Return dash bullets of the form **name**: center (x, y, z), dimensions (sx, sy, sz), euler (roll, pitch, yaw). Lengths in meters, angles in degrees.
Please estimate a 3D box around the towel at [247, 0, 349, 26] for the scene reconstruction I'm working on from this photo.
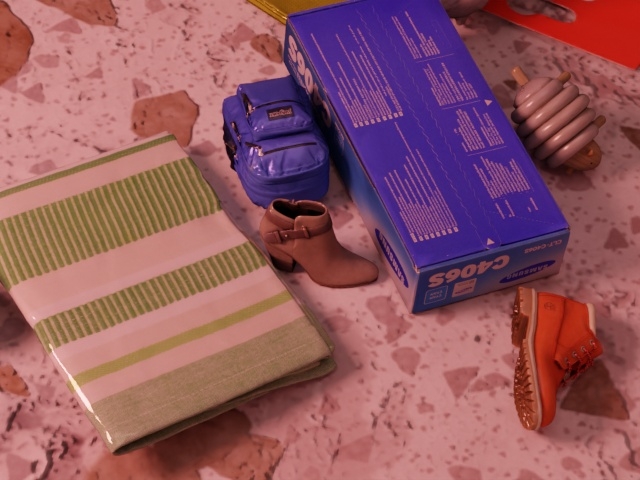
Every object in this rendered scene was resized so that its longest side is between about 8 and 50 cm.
- **towel**: center (-0.028, -0.283, 2.043), dimensions (0.237, 0.021, 0.102), euler (36, 57, 23)

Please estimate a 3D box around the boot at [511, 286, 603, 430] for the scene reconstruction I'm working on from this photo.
- **boot**: center (0.220, 0.111, 1.704), dimensions (0.084, 0.059, 0.158), euler (9, 48, -2)

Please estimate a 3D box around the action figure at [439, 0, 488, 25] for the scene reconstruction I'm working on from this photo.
- **action figure**: center (0.120, -0.398, 1.993), dimensions (0.341, 0.178, 0.330), euler (-3, 91, 10)

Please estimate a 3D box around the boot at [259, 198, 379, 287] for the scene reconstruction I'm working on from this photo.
- **boot**: center (0.000, 0.000, 1.760), dimensions (0.118, 0.087, 0.042), euler (6, 48, 1)

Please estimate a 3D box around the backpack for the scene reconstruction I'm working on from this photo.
- **backpack**: center (-0.045, -0.096, 1.832), dimensions (0.098, 0.101, 0.120), euler (-14, 55, -7)

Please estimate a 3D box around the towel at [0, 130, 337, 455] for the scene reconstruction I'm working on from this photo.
- **towel**: center (-0.165, 0.041, 1.734), dimensions (0.248, 0.038, 0.325), euler (-20, 55, -28)

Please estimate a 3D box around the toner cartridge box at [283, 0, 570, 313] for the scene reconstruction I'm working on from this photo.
- **toner cartridge box**: center (0.099, -0.099, 1.848), dimensions (0.165, 0.075, 0.348), euler (-15, 56, -15)

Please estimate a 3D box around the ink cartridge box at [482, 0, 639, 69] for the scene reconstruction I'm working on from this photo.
- **ink cartridge box**: center (0.304, -0.387, 2.110), dimensions (0.308, 0.091, 0.385), euler (25, 51, 17)

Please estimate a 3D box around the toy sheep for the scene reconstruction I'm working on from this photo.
- **toy sheep**: center (0.238, -0.125, 1.882), dimensions (0.132, 0.091, 0.091), euler (48, 59, 2)
